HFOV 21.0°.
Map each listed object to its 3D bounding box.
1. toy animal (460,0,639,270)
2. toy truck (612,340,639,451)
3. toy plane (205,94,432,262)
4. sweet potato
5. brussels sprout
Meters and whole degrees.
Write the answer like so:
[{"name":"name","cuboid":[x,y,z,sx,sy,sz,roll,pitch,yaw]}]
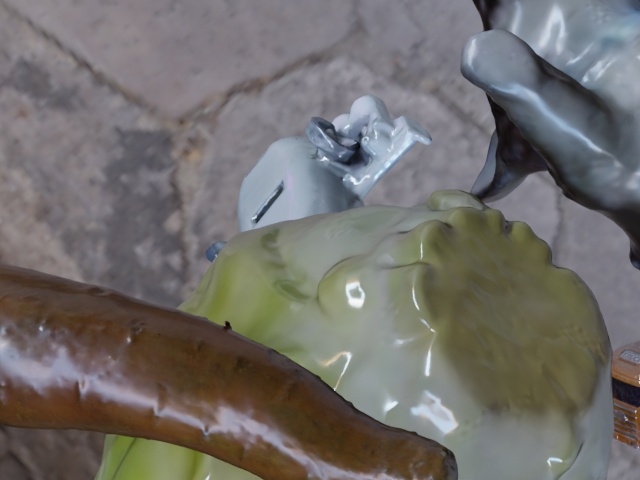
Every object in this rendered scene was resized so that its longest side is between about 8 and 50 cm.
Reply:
[{"name":"toy animal","cuboid":[0.213,-0.060,1.115,0.194,0.303,0.344,-45,96,-3]},{"name":"toy truck","cuboid":[0.333,0.115,1.464,0.083,0.192,0.092,-159,56,-67]},{"name":"toy plane","cuboid":[-0.004,-0.003,1.476,0.123,0.267,0.267,32,135,-27]},{"name":"sweet potato","cuboid":[-0.081,0.041,0.581,0.265,0.057,0.057,12,124,15]},{"name":"brussels sprout","cuboid":[0.020,0.125,0.783,0.243,0.273,0.316,21,164,-13]}]
